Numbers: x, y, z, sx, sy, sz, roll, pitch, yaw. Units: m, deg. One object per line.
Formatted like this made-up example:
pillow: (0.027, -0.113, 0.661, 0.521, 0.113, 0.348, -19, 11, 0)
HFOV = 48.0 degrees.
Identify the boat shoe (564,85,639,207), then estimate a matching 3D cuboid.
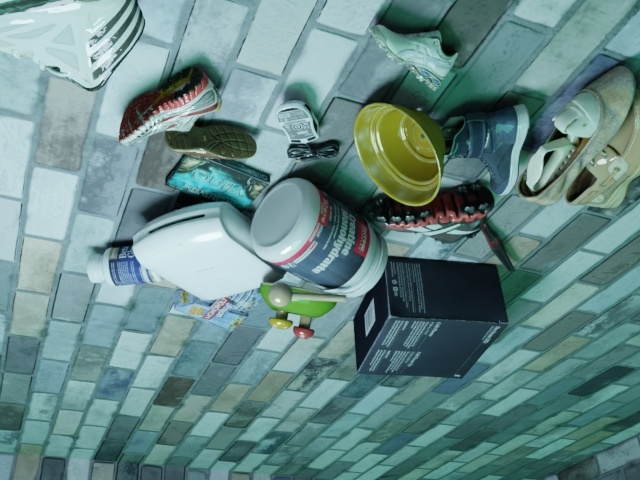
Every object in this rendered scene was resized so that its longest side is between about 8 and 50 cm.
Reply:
boat shoe: (0.573, -0.168, 1.430, 0.110, 0.122, 0.341, -4, 147, 1)

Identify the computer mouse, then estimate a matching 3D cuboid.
computer mouse: (-0.033, -0.217, 1.388, 0.105, 0.042, 0.193, -6, 151, 12)

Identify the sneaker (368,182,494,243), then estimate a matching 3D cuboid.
sneaker: (0.245, -0.047, 1.600, 0.275, 0.098, 0.135, -6, 142, 2)

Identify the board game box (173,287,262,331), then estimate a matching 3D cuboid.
board game box: (-0.277, 0.158, 1.897, 0.194, 0.060, 0.194, 17, 141, -28)

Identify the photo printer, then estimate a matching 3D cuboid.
photo printer: (-0.252, 0.024, 1.637, 0.255, 0.107, 0.307, -17, 150, 21)

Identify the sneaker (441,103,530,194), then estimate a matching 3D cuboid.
sneaker: (0.314, -0.170, 1.430, 0.163, 0.086, 0.226, -9, 140, -3)

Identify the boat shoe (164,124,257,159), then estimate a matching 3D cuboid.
boat shoe: (-0.213, -0.191, 1.402, 0.177, 0.064, 0.060, 5, 175, -9)

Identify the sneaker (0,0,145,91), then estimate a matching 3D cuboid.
sneaker: (-0.485, -0.306, 1.109, 0.447, 0.169, 0.257, -12, 143, 9)

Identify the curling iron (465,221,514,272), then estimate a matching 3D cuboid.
curling iron: (0.409, 0.008, 1.748, 0.068, 0.035, 0.274, -27, 138, 27)

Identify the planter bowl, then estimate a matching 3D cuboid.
planter bowl: (0.171, -0.182, 1.371, 0.090, 0.217, 0.217, -37, 158, -29)

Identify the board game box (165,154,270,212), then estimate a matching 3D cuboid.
board game box: (-0.216, -0.127, 1.516, 0.186, 0.026, 0.126, 20, 140, -29)

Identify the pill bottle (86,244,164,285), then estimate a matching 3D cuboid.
pill bottle: (-0.461, 0.059, 1.708, 0.169, 0.094, 0.094, -6, 145, 4)

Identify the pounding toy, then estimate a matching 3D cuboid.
pounding toy: (-0.053, 0.164, 1.626, 0.182, 0.110, 0.237, 12, 173, -9)

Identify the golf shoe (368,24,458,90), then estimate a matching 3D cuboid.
golf shoe: (0.161, -0.335, 1.227, 0.176, 0.069, 0.086, 23, 118, -37)

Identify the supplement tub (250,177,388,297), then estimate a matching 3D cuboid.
supplement tub: (0.000, 0.000, 1.570, 0.191, 0.191, 0.272, -29, 138, 33)

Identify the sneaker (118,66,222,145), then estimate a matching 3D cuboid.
sneaker: (-0.279, -0.225, 1.315, 0.225, 0.088, 0.092, -21, 143, 24)

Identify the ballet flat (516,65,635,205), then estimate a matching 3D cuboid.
ballet flat: (0.472, -0.188, 1.358, 0.106, 0.108, 0.316, 0, 131, -28)

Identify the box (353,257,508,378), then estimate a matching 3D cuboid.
box: (0.279, 0.216, 1.918, 0.312, 0.179, 0.343, 6, 145, -11)
